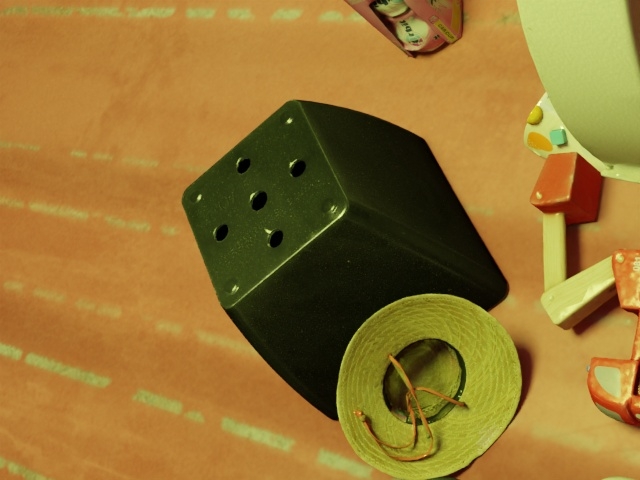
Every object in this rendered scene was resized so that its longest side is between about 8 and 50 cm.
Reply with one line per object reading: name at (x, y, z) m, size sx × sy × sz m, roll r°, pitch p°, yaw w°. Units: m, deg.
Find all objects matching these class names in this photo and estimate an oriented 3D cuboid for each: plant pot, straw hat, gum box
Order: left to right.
plant pot at (0.000, 0.000, 0.974) m, size 0.188 × 0.167 × 0.187 m, roll -39°, pitch 49°, yaw 18°
gum box at (0.074, -0.266, 1.085) m, size 0.062 × 0.107 × 0.188 m, roll -14°, pitch 60°, yaw 33°
straw hat at (0.077, 0.103, 0.929) m, size 0.144 × 0.144 × 0.061 m, roll -51°, pitch 8°, yaw 7°

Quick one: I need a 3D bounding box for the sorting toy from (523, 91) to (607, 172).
sorting toy at (0.208, -0.092, 0.947) m, size 0.075 × 0.045 × 0.083 m, roll 38°, pitch 94°, yaw 23°

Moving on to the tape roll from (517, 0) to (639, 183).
tape roll at (0.246, -0.224, 0.740) m, size 0.072 × 0.392 × 0.392 m, roll 12°, pitch 76°, yaw 41°

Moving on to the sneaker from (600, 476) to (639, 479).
sneaker at (0.295, 0.161, 0.717) m, size 0.270 × 0.090 × 0.145 m, roll 23°, pitch 83°, yaw 39°

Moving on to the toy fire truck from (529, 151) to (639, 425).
toy fire truck at (0.207, 0.033, 0.875) m, size 0.135 × 0.047 × 0.192 m, roll 3°, pitch 72°, yaw 39°

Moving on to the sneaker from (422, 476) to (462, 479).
sneaker at (0.031, 0.279, 0.832) m, size 0.295 × 0.104 × 0.147 m, roll -36°, pitch 43°, yaw -8°
